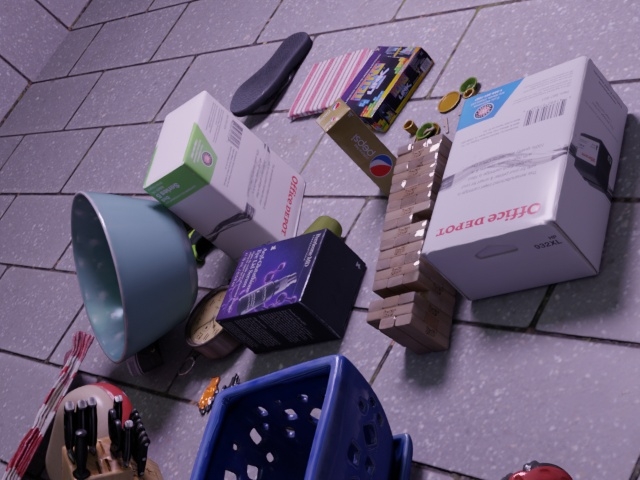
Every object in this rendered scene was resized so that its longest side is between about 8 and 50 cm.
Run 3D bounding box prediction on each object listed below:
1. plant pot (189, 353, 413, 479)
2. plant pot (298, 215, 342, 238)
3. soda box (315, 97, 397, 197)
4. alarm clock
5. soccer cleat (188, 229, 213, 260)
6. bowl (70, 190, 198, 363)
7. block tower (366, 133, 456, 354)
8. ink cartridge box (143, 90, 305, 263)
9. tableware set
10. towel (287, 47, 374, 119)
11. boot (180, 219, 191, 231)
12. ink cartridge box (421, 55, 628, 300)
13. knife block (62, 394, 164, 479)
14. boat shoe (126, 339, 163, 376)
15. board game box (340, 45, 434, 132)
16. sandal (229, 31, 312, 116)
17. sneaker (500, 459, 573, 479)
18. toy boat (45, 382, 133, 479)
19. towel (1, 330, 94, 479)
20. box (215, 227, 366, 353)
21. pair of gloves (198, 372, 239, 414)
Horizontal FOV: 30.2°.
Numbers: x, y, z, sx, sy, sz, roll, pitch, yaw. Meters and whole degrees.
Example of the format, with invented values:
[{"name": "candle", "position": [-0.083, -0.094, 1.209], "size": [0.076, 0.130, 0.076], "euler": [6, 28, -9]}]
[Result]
[{"name": "plant pot", "position": [-0.016, 0.319, 1.540], "size": [0.236, 0.212, 0.236], "euler": [-21, 39, 36]}, {"name": "plant pot", "position": [0.000, 0.000, 2.022], "size": [0.083, 0.083, 0.079], "euler": [-17, 31, 41]}, {"name": "soda box", "position": [0.075, -0.154, 1.992], "size": [0.058, 0.181, 0.061], "euler": [-44, 30, 5]}, {"name": "alarm clock", "position": [-0.185, 0.160, 2.072], "size": [0.192, 0.064, 0.129], "euler": [-51, 31, -10]}, {"name": "soccer cleat", "position": [-0.204, -0.037, 2.334], "size": [0.072, 0.060, 0.179], "euler": [28, 84, 49]}, {"name": "bowl", "position": [-0.325, 0.048, 2.119], "size": [0.163, 0.312, 0.311], "euler": [-14, 21, -23]}, {"name": "block tower", "position": [0.152, -0.002, 1.767], "size": [0.091, 0.097, 0.336], "euler": [-16, 50, 42]}, {"name": "ink cartridge box", "position": [-0.168, -0.103, 2.148], "size": [0.114, 0.273, 0.198], "euler": [-27, 36, 34]}, {"name": "tableware set", "position": [0.210, -0.224, 2.059], "size": [0.154, 0.024, 0.104], "euler": [-31, 34, 27]}, {"name": "towel", "position": [0.023, -0.311, 2.390], "size": [0.197, 0.029, 0.144], "euler": [-6, 50, 51]}, {"name": "boot", "position": [-0.322, 0.002, 2.402], "size": [0.229, 0.091, 0.263], "euler": [-48, 5, -32]}, {"name": "ink cartridge box", "position": [0.295, -0.085, 1.694], "size": [0.223, 0.129, 0.307], "euler": [-16, 43, 41]}, {"name": "knife block", "position": [-0.369, 0.377, 1.871], "size": [0.275, 0.242, 0.088], "euler": [-43, 39, 7]}, {"name": "boat shoe", "position": [-0.325, 0.164, 2.238], "size": [0.076, 0.080, 0.228], "euler": [-17, 32, 4]}, {"name": "board game box", "position": [0.115, -0.287, 2.225], "size": [0.141, 0.048, 0.170], "euler": [15, 66, 55]}, {"name": "sandal", "position": [-0.095, -0.351, 2.564], "size": [0.097, 0.054, 0.254], "euler": [13, 55, 48]}, {"name": "sneaker", "position": [0.183, 0.372, 1.344], "size": [0.276, 0.097, 0.135], "euler": [-38, 30, 13]}, {"name": "toy boat", "position": [-0.366, 0.344, 2.023], "size": [0.151, 0.151, 0.231], "euler": [44, 128, 31]}, {"name": "towel", "position": [-0.524, 0.339, 2.219], "size": [0.329, 0.037, 0.237], "euler": [-66, 9, -25]}, {"name": "box", "position": [-0.049, 0.086, 1.946], "size": [0.207, 0.108, 0.153], "euler": [-17, 42, 41]}, {"name": "pair of gloves", "position": [-0.171, 0.258, 1.996], "size": [0.083, 0.010, 0.074], "euler": [-12, 45, 43]}]
